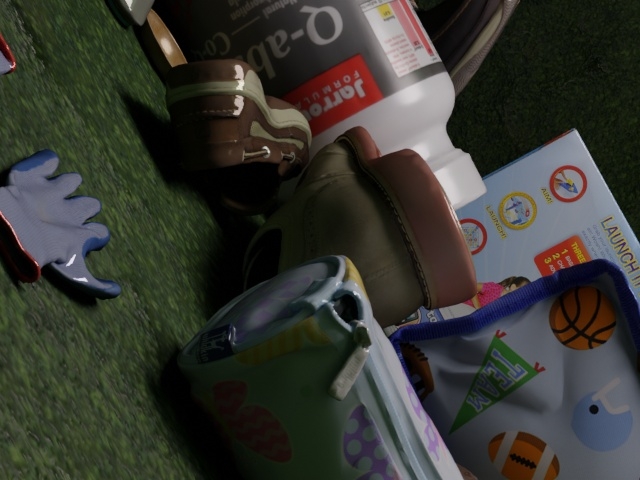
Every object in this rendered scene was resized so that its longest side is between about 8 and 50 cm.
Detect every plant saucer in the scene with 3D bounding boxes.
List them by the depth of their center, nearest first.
[{"bbox_3d":[-0.132,-0.159,1.343,0.083,0.015,0.083,59,8,-14],"label":"plant saucer"}]

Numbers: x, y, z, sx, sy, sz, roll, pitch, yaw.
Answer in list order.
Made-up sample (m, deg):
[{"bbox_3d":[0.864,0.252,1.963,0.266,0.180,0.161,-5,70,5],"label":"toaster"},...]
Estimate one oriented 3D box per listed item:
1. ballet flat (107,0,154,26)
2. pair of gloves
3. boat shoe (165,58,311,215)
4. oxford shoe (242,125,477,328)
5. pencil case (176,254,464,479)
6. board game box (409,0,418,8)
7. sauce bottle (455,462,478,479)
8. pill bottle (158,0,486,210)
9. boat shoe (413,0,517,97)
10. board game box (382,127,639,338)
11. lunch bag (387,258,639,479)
[{"bbox_3d":[-0.158,-0.260,1.336,0.072,0.068,0.213,55,11,-40],"label":"ballet flat"},{"bbox_3d":[-0.157,-0.053,0.794,0.198,0.023,0.159,60,8,-5],"label":"pair of gloves"},{"bbox_3d":[-0.065,-0.064,1.249,0.257,0.095,0.095,31,52,-73],"label":"boat shoe"},{"bbox_3d":[0.000,0.000,1.210,0.397,0.146,0.140,-179,-114,-83],"label":"oxford shoe"},{"bbox_3d":[0.029,0.142,0.924,0.273,0.124,0.113,62,33,-15],"label":"pencil case"},{"bbox_3d":[0.026,-0.247,1.959,0.232,0.141,0.291,89,-20,-58],"label":"board game box"},{"bbox_3d":[0.093,0.232,1.063,0.344,0.111,0.111,60,7,16],"label":"sauce bottle"},{"bbox_3d":[-0.002,-0.165,1.488,0.363,0.210,0.210,61,8,1],"label":"pill bottle"},{"bbox_3d":[0.068,-0.172,1.629,0.130,0.355,0.132,40,30,-5],"label":"boat shoe"},{"bbox_3d":[0.230,0.076,1.816,0.308,0.302,0.086,62,8,1],"label":"board game box"},{"bbox_3d":[0.217,0.237,1.291,0.328,0.239,0.385,59,11,-78],"label":"lunch bag"}]
